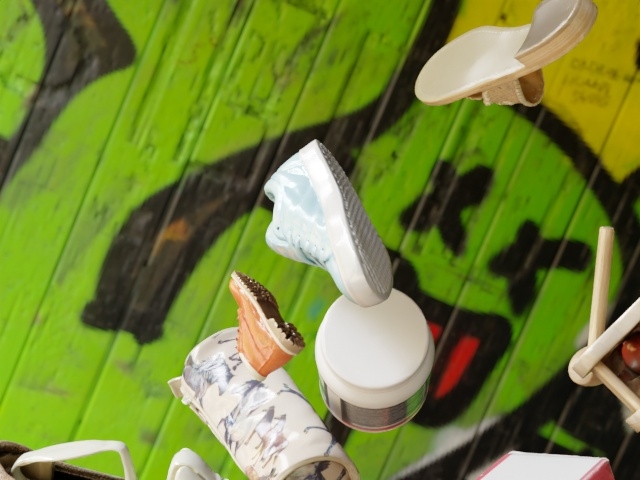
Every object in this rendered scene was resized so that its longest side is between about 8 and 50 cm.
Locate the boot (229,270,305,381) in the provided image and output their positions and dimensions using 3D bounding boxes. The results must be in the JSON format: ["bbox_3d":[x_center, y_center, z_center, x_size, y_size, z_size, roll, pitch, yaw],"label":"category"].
[{"bbox_3d":[-0.091,0.110,1.491,0.059,0.084,0.158,22,27,-48],"label":"boot"}]

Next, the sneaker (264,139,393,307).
[{"bbox_3d":[0.000,0.000,1.722,0.135,0.150,0.366,45,15,-33],"label":"sneaker"}]

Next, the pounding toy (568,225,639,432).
[{"bbox_3d":[0.276,0.051,0.967,0.155,0.269,0.154,46,40,16],"label":"pounding toy"}]

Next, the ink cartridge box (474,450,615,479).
[{"bbox_3d":[0.256,0.480,1.312,0.160,0.384,0.279,-8,16,47],"label":"ink cartridge box"}]

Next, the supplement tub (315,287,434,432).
[{"bbox_3d":[0.088,0.197,1.867,0.191,0.191,0.272,24,-19,11],"label":"supplement tub"}]

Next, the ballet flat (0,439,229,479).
[{"bbox_3d":[-0.161,0.238,1.022,0.316,0.106,0.107,8,9,-2],"label":"ballet flat"}]

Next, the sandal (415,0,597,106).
[{"bbox_3d":[0.179,-0.151,1.034,0.079,0.088,0.240,34,-22,-19],"label":"sandal"}]

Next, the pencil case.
[{"bbox_3d":[-0.095,0.316,1.886,0.410,0.184,0.160,46,-12,50],"label":"pencil case"}]
